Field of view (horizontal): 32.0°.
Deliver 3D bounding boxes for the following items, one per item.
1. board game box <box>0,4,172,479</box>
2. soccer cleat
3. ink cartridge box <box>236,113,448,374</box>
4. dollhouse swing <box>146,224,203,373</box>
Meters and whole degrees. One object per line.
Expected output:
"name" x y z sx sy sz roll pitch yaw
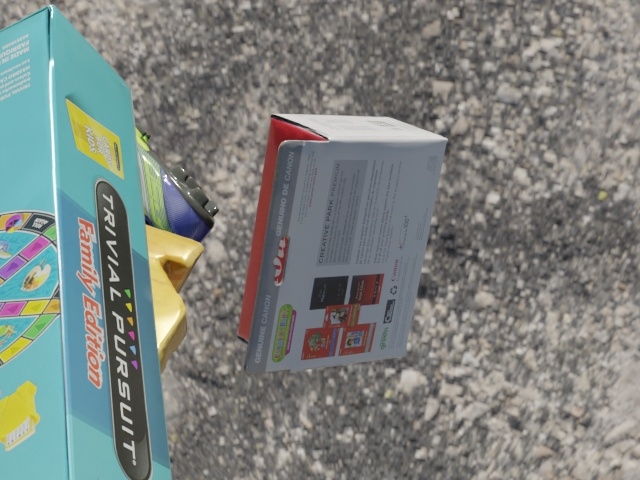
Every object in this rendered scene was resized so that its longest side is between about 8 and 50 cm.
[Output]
"board game box" -0.198 0.084 0.505 0.253 0.079 0.336 -22 55 15
"soccer cleat" -0.250 -0.085 1.396 0.121 0.093 0.289 -44 66 -3
"ink cartridge box" 0.000 0.000 1.438 0.271 0.310 0.130 -3 20 -39
"dollhouse swing" -0.287 0.181 0.878 0.315 0.305 0.347 17 45 13
